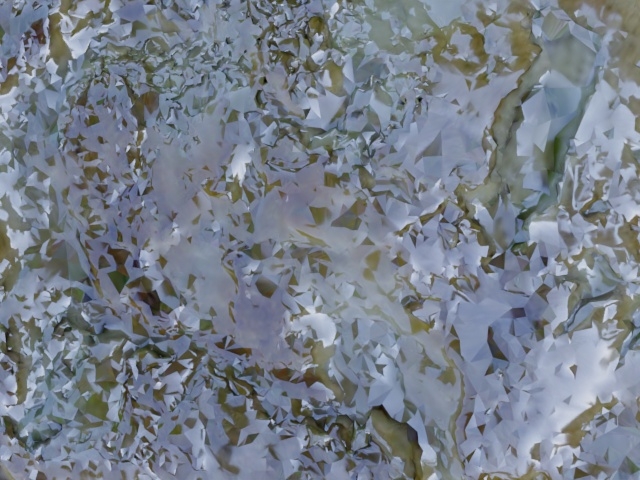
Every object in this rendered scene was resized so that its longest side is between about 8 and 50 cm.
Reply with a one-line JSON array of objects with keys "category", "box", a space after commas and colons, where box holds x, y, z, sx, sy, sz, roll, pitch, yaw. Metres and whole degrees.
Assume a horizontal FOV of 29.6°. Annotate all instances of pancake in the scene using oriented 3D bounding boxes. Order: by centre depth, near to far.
[{"category": "pancake", "box": [-0.001, 0.000, 0.477, 0.356, 0.065, 0.356, 2, 97, 18]}]
